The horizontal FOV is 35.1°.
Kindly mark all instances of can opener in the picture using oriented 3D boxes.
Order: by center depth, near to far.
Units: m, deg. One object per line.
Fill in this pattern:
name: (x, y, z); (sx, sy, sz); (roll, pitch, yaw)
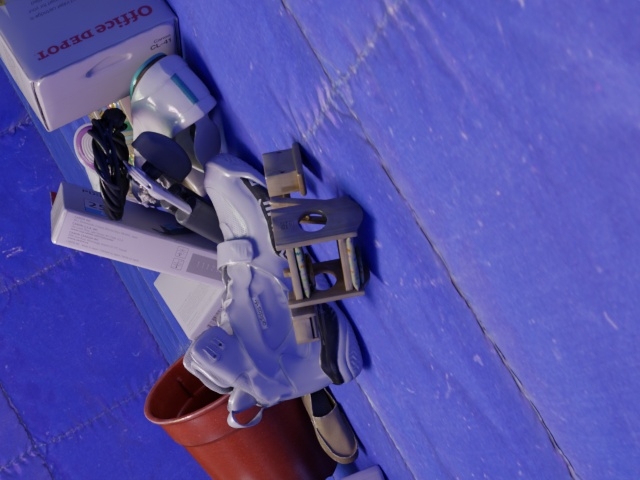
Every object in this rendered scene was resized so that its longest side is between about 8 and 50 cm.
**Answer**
can opener: (-0.183, -0.060, 1.459); (0.074, 0.093, 0.280); (42, -179, 33)

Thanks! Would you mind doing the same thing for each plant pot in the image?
plant pot: (-0.116, 0.317, 1.740); (0.265, 0.272, 0.272); (58, 165, -19)

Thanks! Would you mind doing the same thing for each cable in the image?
cable: (-0.297, -0.102, 1.418); (0.184, 0.047, 0.151); (-106, 17, -68)

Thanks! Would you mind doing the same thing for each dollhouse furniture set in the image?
dollhouse furniture set: (0.000, 0.000, 1.214); (0.182, 0.101, 0.161); (80, 179, -48)

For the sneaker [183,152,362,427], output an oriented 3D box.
sneaker: (-0.112, 0.069, 1.377); (0.366, 0.210, 0.137); (60, 163, 5)

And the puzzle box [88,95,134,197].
puzzle box: (-0.373, -0.209, 1.958); (0.272, 0.052, 0.409); (66, 163, -12)

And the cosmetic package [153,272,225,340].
cosmetic package: (-0.202, 0.093, 1.771); (0.085, 0.117, 0.231); (33, -173, -31)

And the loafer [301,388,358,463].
loafer: (0.012, 0.293, 1.633); (0.148, 0.056, 0.050); (56, 168, 17)

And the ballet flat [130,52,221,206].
ballet flat: (-0.215, -0.129, 1.536); (0.139, 0.139, 0.400); (56, 161, 16)

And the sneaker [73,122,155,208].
sneaker: (-0.446, -0.124, 2.250); (0.152, 0.114, 0.305); (-132, 21, -77)

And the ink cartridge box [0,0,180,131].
ink cartridge box: (-0.372, -0.340, 1.456); (0.306, 0.226, 0.131); (55, 162, 20)

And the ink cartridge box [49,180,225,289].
ink cartridge box: (-0.293, -0.026, 1.667); (0.066, 0.296, 0.261); (-67, 23, 14)

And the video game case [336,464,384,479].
video game case: (-0.050, 0.484, 1.700); (0.329, 0.299, 0.036); (98, 151, -63)
